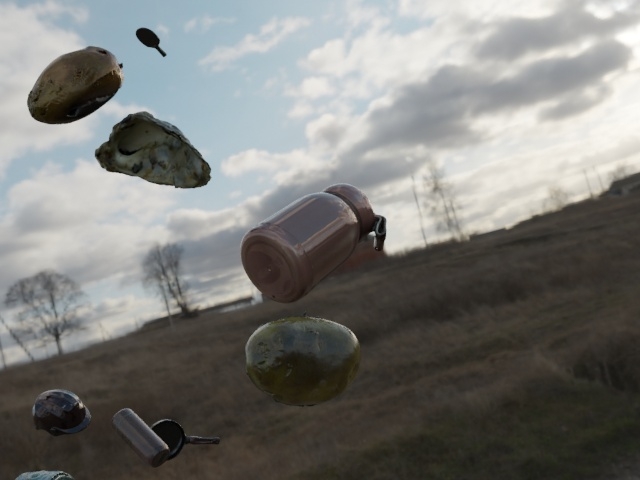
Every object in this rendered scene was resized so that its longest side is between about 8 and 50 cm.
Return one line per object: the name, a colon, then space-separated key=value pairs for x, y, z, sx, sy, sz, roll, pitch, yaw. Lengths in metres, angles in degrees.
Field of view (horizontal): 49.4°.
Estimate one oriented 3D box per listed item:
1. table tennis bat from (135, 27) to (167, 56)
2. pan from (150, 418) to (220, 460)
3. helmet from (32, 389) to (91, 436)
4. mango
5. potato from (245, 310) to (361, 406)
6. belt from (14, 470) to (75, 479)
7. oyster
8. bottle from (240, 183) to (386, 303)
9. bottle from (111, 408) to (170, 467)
table tennis bat: x=-0.361 y=-0.426 z=1.494 sx=0.050 sy=0.007 sz=0.083 roll=-7 pitch=-34 yaw=34
pan: x=-0.394 y=0.568 z=1.987 sx=0.212 sy=0.114 sz=0.040 roll=5 pitch=-5 yaw=-20
helmet: x=-0.555 y=0.359 z=1.479 sx=0.123 sy=0.070 sz=0.098 roll=4 pitch=25 yaw=15
mango: x=-0.574 y=-0.360 z=1.630 sx=0.248 sy=0.151 sz=0.156 roll=-50 pitch=10 yaw=-29
potato: x=-0.023 y=0.192 z=1.164 sx=0.200 sy=0.164 sz=0.081 roll=4 pitch=-18 yaw=-19
belt: x=-0.418 y=0.425 z=1.063 sx=0.082 sy=0.147 sz=0.163 roll=-4 pitch=4 yaw=1
oyster: x=-0.347 y=-0.181 z=1.493 sx=0.294 sy=0.166 sz=0.094 roll=27 pitch=22 yaw=16
bottle: x=0.000 y=0.000 z=1.454 sx=0.206 sy=0.173 sz=0.297 roll=28 pitch=41 yaw=25
bottle: x=-0.365 y=0.398 z=1.406 sx=0.140 sy=0.053 sz=0.053 roll=33 pitch=26 yaw=31
